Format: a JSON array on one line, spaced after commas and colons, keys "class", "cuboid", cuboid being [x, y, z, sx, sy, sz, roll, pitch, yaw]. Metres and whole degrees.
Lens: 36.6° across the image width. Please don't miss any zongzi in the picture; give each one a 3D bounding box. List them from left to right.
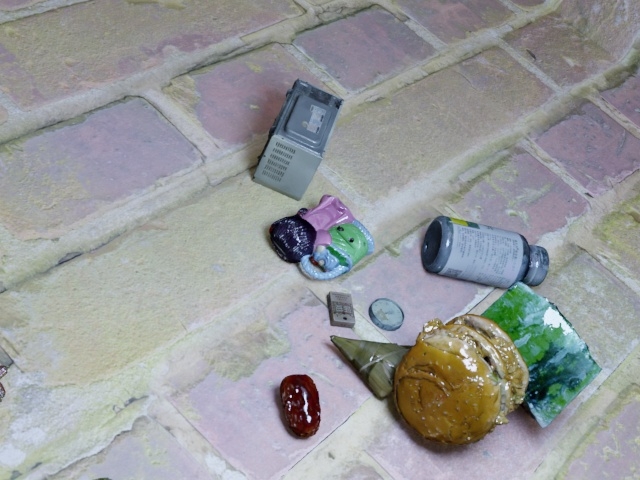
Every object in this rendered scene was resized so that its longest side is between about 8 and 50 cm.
[{"class": "zongzi", "cuboid": [0.127, 0.237, 2.062, 0.176, 0.079, 0.160, 43, 39, 20]}]

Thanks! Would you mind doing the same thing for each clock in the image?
[{"class": "clock", "cuboid": [0.000, 0.000, 2.207, 0.195, 0.100, 0.194, -27, 64, -33]}, {"class": "clock", "cuboid": [0.150, 0.166, 2.179, 0.085, 0.017, 0.085, 14, 44, -14]}]

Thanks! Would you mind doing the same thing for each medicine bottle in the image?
[{"class": "medicine bottle", "cuboid": [0.402, 0.036, 2.338, 0.293, 0.141, 0.141, 13, 45, -15]}]

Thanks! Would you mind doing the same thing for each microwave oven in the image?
[{"class": "microwave oven", "cuboid": [-0.053, -0.253, 2.355, 0.145, 0.194, 0.241, 23, 45, -3]}]

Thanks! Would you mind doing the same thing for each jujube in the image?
[{"class": "jujube", "cuboid": [-0.036, 0.323, 1.898, 0.077, 0.077, 0.129, 0, 56, -26]}]

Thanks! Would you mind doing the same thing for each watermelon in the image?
[{"class": "watermelon", "cuboid": [0.434, 0.261, 2.075, 0.151, 0.302, 0.264, -35, 75, -18]}]

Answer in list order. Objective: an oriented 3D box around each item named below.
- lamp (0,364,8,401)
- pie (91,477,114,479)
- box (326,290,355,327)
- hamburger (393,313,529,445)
[{"class": "lamp", "cuboid": [-0.585, 0.261, 1.719, 0.063, 0.031, 0.083, 1, 53, -24]}, {"class": "pie", "cuboid": [-0.421, 0.477, 1.568, 0.282, 0.068, 0.129, -19, 61, -43]}, {"class": "box", "cuboid": [0.045, 0.153, 2.136, 0.053, 0.024, 0.083, 8, 45, -20]}, {"class": "hamburger", "cuboid": [0.287, 0.291, 1.962, 0.245, 0.261, 0.211, 27, 29, 30]}]
